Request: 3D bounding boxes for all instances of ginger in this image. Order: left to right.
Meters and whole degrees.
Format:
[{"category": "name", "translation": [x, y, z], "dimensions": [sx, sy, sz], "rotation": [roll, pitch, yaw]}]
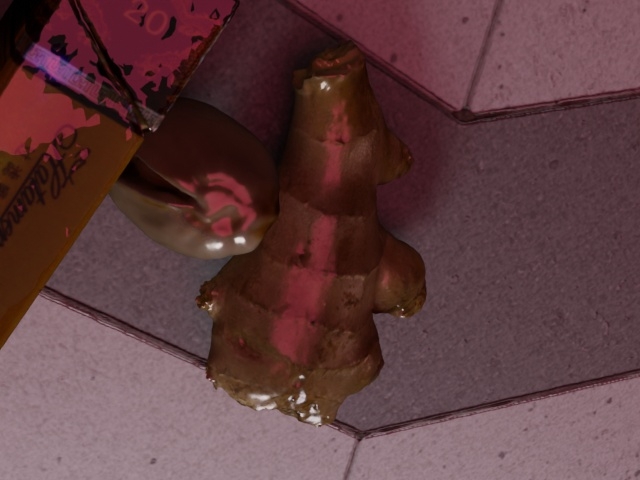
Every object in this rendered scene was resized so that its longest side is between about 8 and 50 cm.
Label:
[{"category": "ginger", "translation": [0.024, 0.008, 0.985], "dimensions": [0.236, 0.166, 0.375], "rotation": [22, 112, -10]}]

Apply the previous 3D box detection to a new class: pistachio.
[{"category": "pistachio", "translation": [-0.121, -0.063, 0.887], "dimensions": [0.144, 0.215, 0.143], "rotation": [-25, 133, -29]}]

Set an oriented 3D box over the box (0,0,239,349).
[{"category": "box", "translation": [-0.244, -0.084, 0.803], "dimensions": [0.116, 0.264, 0.415], "rotation": [33, 100, -25]}]
